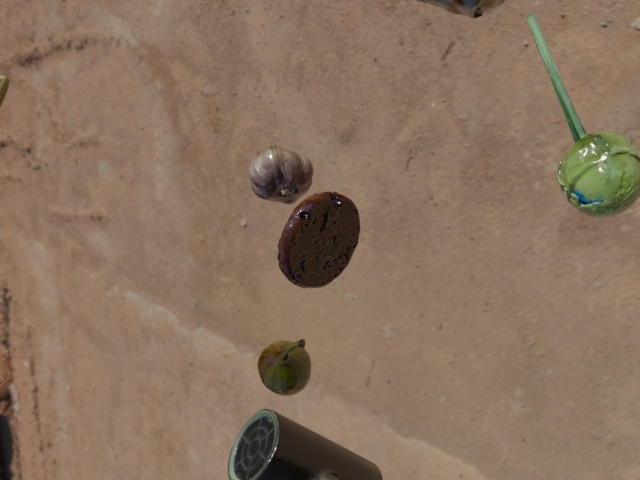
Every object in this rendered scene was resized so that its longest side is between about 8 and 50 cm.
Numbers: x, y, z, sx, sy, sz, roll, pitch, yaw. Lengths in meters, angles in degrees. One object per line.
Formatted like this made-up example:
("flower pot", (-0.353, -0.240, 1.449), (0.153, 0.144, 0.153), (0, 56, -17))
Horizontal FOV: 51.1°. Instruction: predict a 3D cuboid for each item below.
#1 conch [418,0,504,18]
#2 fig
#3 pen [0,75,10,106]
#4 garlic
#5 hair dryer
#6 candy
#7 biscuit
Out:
("conch", (0.234, -0.429, 1.023), (0.149, 0.183, 0.275), (46, 156, 5))
("fig", (-0.071, 0.259, 1.439), (0.124, 0.124, 0.236), (60, 161, 17))
("pen", (-0.653, -0.213, 1.279), (0.032, 0.040, 0.233), (13, 77, 25))
("garlic", (-0.087, -0.140, 1.504), (0.147, 0.159, 0.102), (-21, 55, 14))
("hair dryer", (0.045, 0.254, 0.598), (0.078, 0.196, 0.248), (-60, 27, -6))
("candy", (0.299, -0.169, 0.812), (0.092, 0.093, 0.335), (-34, 47, 34))
("biscuit", (0.000, 0.000, 1.246), (0.049, 0.192, 0.192), (29, 120, 46))
